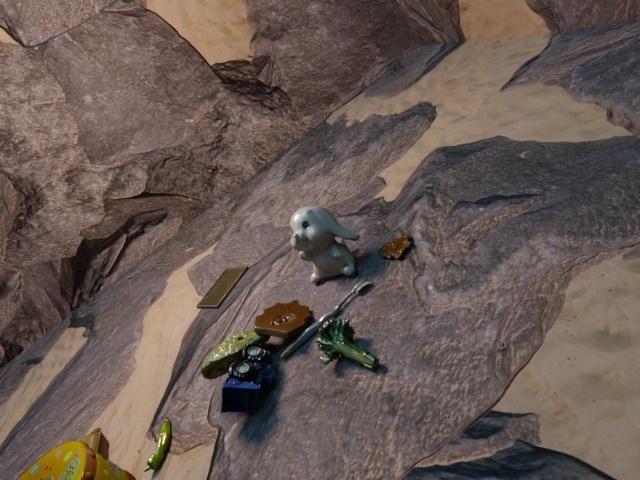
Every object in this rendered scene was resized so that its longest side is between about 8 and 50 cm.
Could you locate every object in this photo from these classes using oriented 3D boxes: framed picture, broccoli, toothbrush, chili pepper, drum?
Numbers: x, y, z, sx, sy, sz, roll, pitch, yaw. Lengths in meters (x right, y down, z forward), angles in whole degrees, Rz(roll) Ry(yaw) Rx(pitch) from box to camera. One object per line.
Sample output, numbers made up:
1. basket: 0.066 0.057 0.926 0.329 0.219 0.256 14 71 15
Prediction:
1. framed picture: -0.457 0.216 2.102 0.184 0.016 0.250 -9 38 44
2. broccoli: 0.078 0.297 1.243 0.122 0.118 0.204 -18 30 -36
3. toothbrush: 0.018 0.250 1.450 0.375 0.028 0.037 -40 34 -6
4. chili pepper: -0.506 0.645 1.446 0.049 0.043 0.208 -55 14 23
5. drum: -0.749 0.812 1.272 0.430 0.214 0.431 -28 27 16

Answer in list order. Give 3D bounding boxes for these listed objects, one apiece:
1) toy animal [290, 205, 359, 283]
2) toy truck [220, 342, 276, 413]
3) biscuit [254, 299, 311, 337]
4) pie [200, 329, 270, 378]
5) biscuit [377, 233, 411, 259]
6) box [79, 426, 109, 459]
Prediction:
1. toy animal: 0.018 0.007 1.604 0.248 0.289 0.174 2 40 23
2. toy truck: -0.212 0.422 1.344 0.126 0.113 0.208 20 34 15
3. biscuit: -0.119 0.262 1.518 0.182 0.034 0.215 5 22 20
4. pie: -0.286 0.366 1.480 0.247 0.090 0.201 -25 -18 -40
5. biscuit: 0.251 0.028 1.533 0.129 0.019 0.119 -12 36 40
6. box: -0.806 0.742 1.578 0.111 0.111 0.177 -39 26 -5
